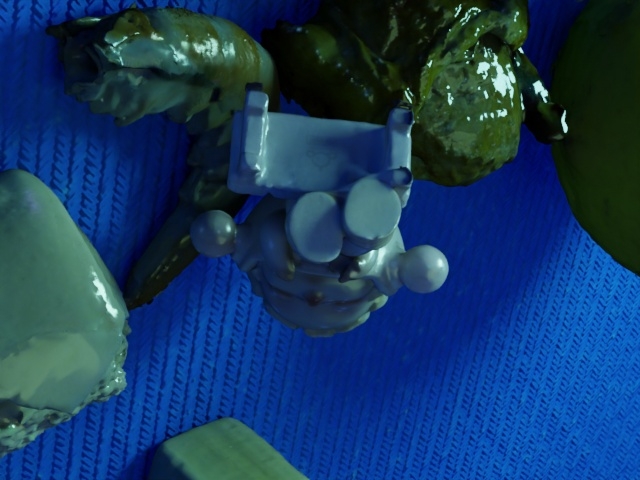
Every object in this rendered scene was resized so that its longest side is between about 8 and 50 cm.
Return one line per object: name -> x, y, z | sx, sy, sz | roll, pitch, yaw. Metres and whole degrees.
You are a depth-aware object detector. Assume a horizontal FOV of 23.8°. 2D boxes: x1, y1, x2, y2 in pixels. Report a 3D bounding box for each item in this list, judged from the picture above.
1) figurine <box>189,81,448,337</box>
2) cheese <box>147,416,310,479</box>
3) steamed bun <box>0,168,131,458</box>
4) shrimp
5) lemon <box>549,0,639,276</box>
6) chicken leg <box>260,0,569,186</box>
figurine -> -0.006, -0.009, 1.165 | 0.182, 0.144, 0.256 | -13, 158, -12
cheese -> -0.046, 0.323, 1.328 | 0.124, 0.265, 0.242 | -15, 126, -37
steamed bun -> -0.238, 0.082, 1.038 | 0.225, 0.170, 0.200 | -33, 141, -24
shrimp -> -0.109, -0.073, 1.161 | 0.185, 0.068, 0.287 | -25, 142, -28
lemon -> 0.400, -0.117, 1.412 | 0.387, 0.350, 0.350 | -11, 126, -22
chicken leg -> 0.045, -0.200, 1.182 | 0.211, 0.140, 0.361 | -29, 114, -6
